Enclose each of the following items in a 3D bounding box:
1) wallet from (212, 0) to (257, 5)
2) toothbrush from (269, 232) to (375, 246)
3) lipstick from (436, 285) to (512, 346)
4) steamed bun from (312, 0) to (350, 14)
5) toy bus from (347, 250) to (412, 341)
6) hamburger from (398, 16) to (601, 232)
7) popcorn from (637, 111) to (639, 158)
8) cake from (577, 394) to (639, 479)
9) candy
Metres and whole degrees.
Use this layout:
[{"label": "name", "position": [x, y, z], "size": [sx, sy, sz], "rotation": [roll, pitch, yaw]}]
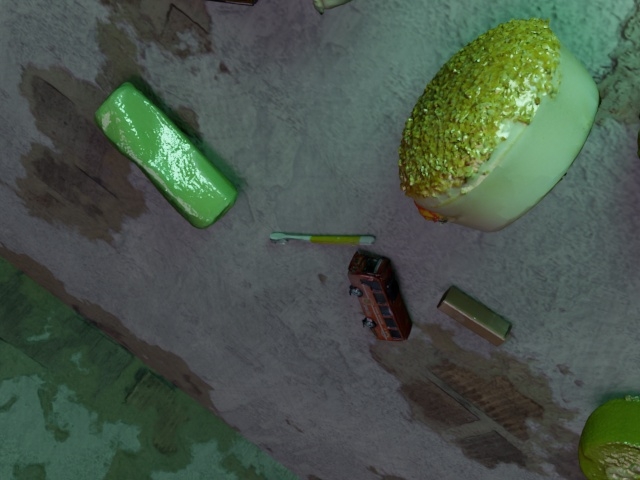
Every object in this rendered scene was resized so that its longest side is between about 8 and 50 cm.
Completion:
[{"label": "wallet", "position": [-0.191, -0.448, 1.168], "size": [0.195, 0.042, 0.161], "rotation": [14, 142, 29]}, {"label": "toothbrush", "position": [0.000, 0.000, 1.600], "size": [0.288, 0.021, 0.024], "rotation": [2, 146, 41]}, {"label": "lipstick", "position": [0.308, 0.152, 1.499], "size": [0.145, 0.045, 0.045], "rotation": [33, 149, 3]}, {"label": "steamed bun", "position": [-0.007, -0.435, 0.878], "size": [0.320, 0.206, 0.275], "rotation": [35, 163, -1]}, {"label": "toy bus", "position": [0.128, 0.124, 1.609], "size": [0.096, 0.073, 0.235], "rotation": [3, 137, 26]}, {"label": "hamburger", "position": [0.216, -0.149, 0.983], "size": [0.179, 0.276, 0.294], "rotation": [29, 144, -11]}, {"label": "popcorn", "position": [0.464, -0.119, 0.868], "size": [0.218, 0.169, 0.189], "rotation": [60, -177, 21]}, {"label": "cake", "position": [0.640, 0.413, 1.444], "size": [0.260, 0.156, 0.179], "rotation": [20, 129, 12]}, {"label": "candy", "position": [-0.323, -0.173, 1.579], "size": [0.343, 0.132, 0.142], "rotation": [47, -172, -16]}]
